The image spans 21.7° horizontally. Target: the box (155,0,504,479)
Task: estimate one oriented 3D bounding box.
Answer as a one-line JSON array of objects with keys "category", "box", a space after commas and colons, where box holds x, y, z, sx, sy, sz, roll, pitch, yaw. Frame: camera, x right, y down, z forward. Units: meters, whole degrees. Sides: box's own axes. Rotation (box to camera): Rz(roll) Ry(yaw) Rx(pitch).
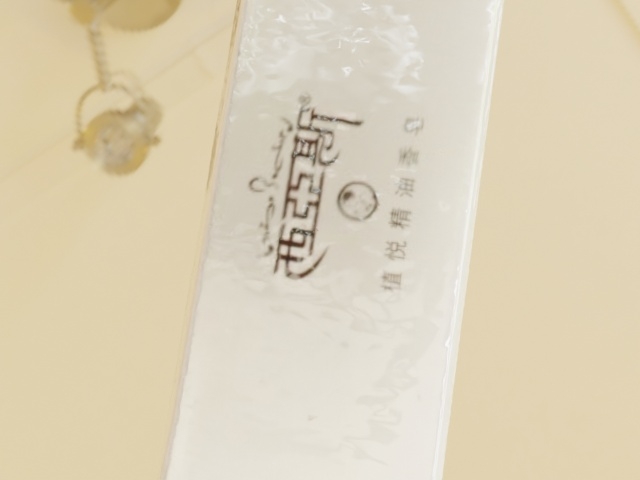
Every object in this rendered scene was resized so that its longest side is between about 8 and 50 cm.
[{"category": "box", "box": [0.003, 0.001, 0.756, 0.116, 0.203, 0.274, 9, -103, -2]}]
